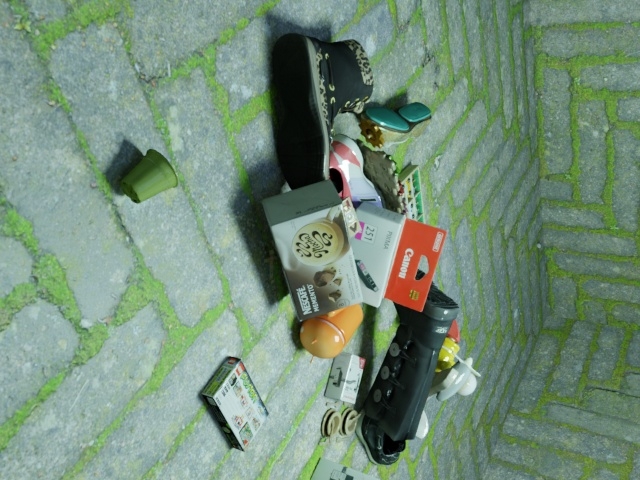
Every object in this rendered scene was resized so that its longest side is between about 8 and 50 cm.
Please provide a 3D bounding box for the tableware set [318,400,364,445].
[{"bbox_3d":[0.066,0.540,2.000,0.194,0.039,0.128,19,81,-59],"label":"tableware set"}]

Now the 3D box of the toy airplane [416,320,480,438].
[{"bbox_3d":[0.376,0.464,2.231,0.386,0.273,0.384,-75,-178,-63],"label":"toy airplane"}]

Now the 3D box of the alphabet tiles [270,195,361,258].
[{"bbox_3d":[0.000,0.000,1.704,0.237,0.009,0.198,-38,133,-16],"label":"alphabet tiles"}]

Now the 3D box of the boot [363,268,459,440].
[{"bbox_3d":[0.237,0.328,2.074,0.146,0.367,0.445,7,109,-19],"label":"boot"}]

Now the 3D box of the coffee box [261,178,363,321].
[{"bbox_3d":[-0.015,0.028,1.583,0.119,0.168,0.297,-113,-172,-53],"label":"coffee box"}]

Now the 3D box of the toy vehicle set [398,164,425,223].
[{"bbox_3d":[0.286,-0.094,2.214,0.166,0.035,0.266,-45,133,-45],"label":"toy vehicle set"}]

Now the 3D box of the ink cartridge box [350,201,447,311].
[{"bbox_3d":[0.186,0.059,1.824,0.060,0.239,0.275,-48,154,-56],"label":"ink cartridge box"}]

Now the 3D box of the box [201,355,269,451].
[{"bbox_3d":[-0.190,0.374,1.548,0.114,0.036,0.207,-54,139,-38],"label":"box"}]

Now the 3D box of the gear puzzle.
[{"bbox_3d":[0.154,-0.203,1.806,0.044,0.175,0.339,-42,143,-17],"label":"gear puzzle"}]

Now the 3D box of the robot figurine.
[{"bbox_3d":[0.028,0.218,1.780,0.128,0.158,0.219,51,49,-15],"label":"robot figurine"}]

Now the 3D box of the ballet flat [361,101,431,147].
[{"bbox_3d":[0.214,-0.329,1.985,0.349,0.123,0.123,-24,117,-52],"label":"ballet flat"}]

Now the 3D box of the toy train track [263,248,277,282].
[{"bbox_3d":[-0.114,0.062,1.616,0.048,0.014,0.083,-18,115,-49],"label":"toy train track"}]

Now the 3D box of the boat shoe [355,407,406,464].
[{"bbox_3d":[0.220,0.652,2.207,0.127,0.113,0.340,-60,143,-32],"label":"boat shoe"}]

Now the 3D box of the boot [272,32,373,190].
[{"bbox_3d":[0.017,-0.309,1.638,0.284,0.138,0.377,-28,114,-53],"label":"boot"}]

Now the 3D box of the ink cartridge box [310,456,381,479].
[{"bbox_3d":[0.092,0.712,1.924,0.087,0.208,0.153,-59,141,-28],"label":"ink cartridge box"}]

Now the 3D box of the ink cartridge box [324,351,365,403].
[{"bbox_3d":[0.073,0.396,1.961,0.099,0.056,0.135,34,68,-57],"label":"ink cartridge box"}]

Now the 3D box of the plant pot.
[{"bbox_3d":[-0.311,-0.108,1.209,0.079,0.083,0.083,-42,133,-29],"label":"plant pot"}]

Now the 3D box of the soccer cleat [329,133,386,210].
[{"bbox_3d":[0.082,-0.137,1.822,0.116,0.109,0.318,-51,137,-22],"label":"soccer cleat"}]
